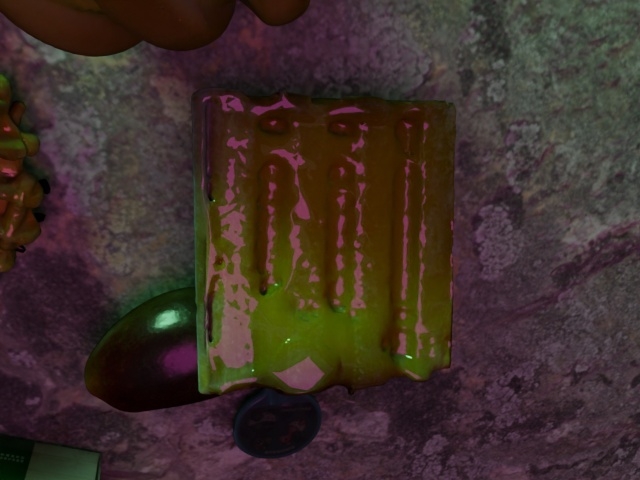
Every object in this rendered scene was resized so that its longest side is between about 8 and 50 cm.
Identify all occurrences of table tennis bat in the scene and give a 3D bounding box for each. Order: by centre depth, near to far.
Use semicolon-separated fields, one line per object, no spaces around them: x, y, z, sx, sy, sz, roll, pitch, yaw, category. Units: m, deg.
-0.060;0.221;0.778;0.124;0.033;0.201;-8;122;-12;table tennis bat

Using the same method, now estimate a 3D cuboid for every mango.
-0.135;0.115;0.662;0.267;0.111;0.133;-15;98;-15;mango

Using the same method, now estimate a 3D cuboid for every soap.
0.000;0.000;0.577;0.259;0.143;0.281;-1;98;-19;soap

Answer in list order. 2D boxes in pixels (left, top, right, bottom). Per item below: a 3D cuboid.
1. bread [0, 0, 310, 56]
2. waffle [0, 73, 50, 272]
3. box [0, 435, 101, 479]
-0.120;-0.255;0.377;0.270;0.211;0.315;-21;152;-7;bread
-0.409;-0.069;0.514;0.329;0.062;0.329;-6;124;-9;waffle
-0.393;0.322;0.718;0.199;0.081;0.135;18;110;-24;box
